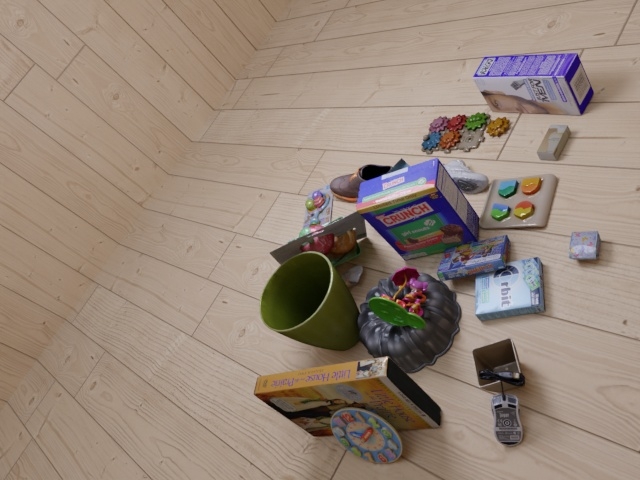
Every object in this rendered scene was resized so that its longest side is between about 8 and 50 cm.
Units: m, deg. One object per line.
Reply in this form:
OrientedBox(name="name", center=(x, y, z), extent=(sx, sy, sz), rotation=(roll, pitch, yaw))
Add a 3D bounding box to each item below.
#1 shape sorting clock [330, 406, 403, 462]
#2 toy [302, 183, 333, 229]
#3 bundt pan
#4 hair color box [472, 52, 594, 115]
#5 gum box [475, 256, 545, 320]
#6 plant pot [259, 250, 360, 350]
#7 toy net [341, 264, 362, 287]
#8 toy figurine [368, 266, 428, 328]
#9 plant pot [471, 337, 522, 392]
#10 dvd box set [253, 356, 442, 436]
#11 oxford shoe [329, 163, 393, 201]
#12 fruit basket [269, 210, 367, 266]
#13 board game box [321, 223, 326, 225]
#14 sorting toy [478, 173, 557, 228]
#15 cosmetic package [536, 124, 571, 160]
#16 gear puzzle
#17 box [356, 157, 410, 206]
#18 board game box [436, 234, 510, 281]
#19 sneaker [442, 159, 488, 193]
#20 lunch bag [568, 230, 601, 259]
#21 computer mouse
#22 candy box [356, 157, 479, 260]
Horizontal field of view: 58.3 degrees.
OrientedBox(name="shape sorting clock", center=(0.120, 0.524, 1.532), extent=(0.206, 0.206, 0.040), rotation=(-10, 23, 36))
OrientedBox(name="toy", center=(-0.019, -0.145, 2.347), extent=(0.137, 0.056, 0.237), rotation=(-20, 46, 27))
OrientedBox(name="bundt pan", center=(0.247, 0.225, 1.733), extent=(0.331, 0.124, 0.331), rotation=(-25, 43, 25))
OrientedBox(name="hair color box", center=(0.702, -0.519, 1.912), extent=(0.339, 0.185, 0.110), rotation=(20, 73, 49))
OrientedBox(name="gum box", center=(0.531, 0.137, 1.616), extent=(0.184, 0.041, 0.157), rotation=(-14, 48, 33))
OrientedBox(name="plant pot", center=(0.006, 0.226, 1.813), extent=(0.275, 0.293, 0.275), rotation=(-25, 44, 26))
OrientedBox(name="toy net", center=(0.064, 0.173, 2.009), extent=(0.232, 0.045, 0.122), rotation=(-46, 37, -2))
OrientedBox(name="toy figurine", center=(0.247, 0.149, 1.628), extent=(0.173, 0.130, 0.159), rotation=(18, 59, 25))
OrientedBox(name="plant pot", center=(0.465, 0.330, 1.465), extent=(0.109, 0.096, 0.109), rotation=(-25, 44, 26))
OrientedBox(name="dvd box set", center=(0.073, 0.438, 1.559), extent=(0.420, 0.307, 0.062), rotation=(-16, 44, 31))
OrientedBox(name="oxford shoe", center=(0.165, -0.239, 2.199), extent=(0.364, 0.133, 0.130), rotation=(-2, 56, 41))
OrientedBox(name="fruit basket", center=(0.000, 0.000, 1.943), extent=(0.327, 0.353, 0.165), rotation=(-25, 70, 0))
OrientedBox(name="board game box", center=(0.011, 0.048, 2.169), extent=(0.124, 0.039, 0.259), rotation=(1, 61, 42))
OrientedBox(name="sorting toy", center=(0.607, -0.124, 1.774), extent=(0.208, 0.038, 0.193), rotation=(1, 58, 42))
OrientedBox(name="cosmetic package", center=(0.738, -0.310, 1.813), extent=(0.060, 0.041, 0.115), rotation=(13, 67, 47))
OrientedBox(name="gear puzzle", center=(0.522, -0.401, 2.085), extent=(0.339, 0.044, 0.175), rotation=(4, 60, 44))
OrientedBox(name="box", center=(0.261, -0.152, 2.024), extent=(0.233, 0.159, 0.044), rotation=(-46, 0, 0))
OrientedBox(name="board game box", center=(0.459, 0.053, 1.718), extent=(0.201, 0.035, 0.136), rotation=(-16, 24, 33))
OrientedBox(name="sneaker", center=(0.475, -0.230, 1.949), extent=(0.232, 0.090, 0.115), rotation=(14, 64, 47))
OrientedBox(name="lunch bag", center=(0.712, 0.019, 1.546), extent=(0.071, 0.053, 0.083), rotation=(-5, 45, 37))
OrientedBox(name="computer mouse", center=(0.447, 0.404, 1.393), extent=(0.106, 0.193, 0.042), rotation=(-5, 9, 17))
OrientedBox(name="candy box", center=(0.309, -0.085, 1.787), extent=(0.268, 0.317, 0.122), rotation=(-15, 48, 33))
